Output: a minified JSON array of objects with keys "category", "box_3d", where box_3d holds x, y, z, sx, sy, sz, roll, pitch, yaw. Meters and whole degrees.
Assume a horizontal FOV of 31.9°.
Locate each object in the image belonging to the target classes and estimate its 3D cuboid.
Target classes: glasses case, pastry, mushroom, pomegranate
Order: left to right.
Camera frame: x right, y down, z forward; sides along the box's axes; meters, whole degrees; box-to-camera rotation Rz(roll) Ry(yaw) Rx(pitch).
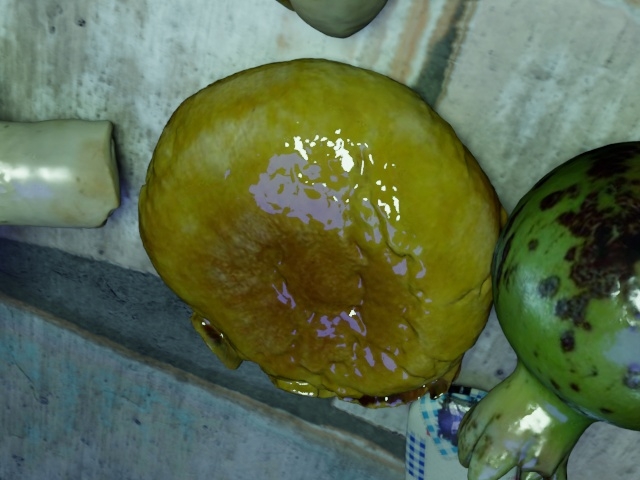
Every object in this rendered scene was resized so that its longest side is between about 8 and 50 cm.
[{"category":"mushroom","box_3d":[-0.349,-0.057,1.096,0.290,0.292,0.292,6,140,-20]},{"category":"pastry","box_3d":[0.000,0.000,1.013,0.356,0.164,0.356,16,132,18]},{"category":"glasses case","box_3d":[0.159,0.282,1.261,0.125,0.076,0.327,12,134,18]},{"category":"pomegranate","box_3d":[0.229,0.065,0.901,0.242,0.242,0.306,30,129,-3]}]

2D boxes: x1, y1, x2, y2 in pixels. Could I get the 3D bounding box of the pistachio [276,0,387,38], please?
[{"category":"pistachio","box_3d":[0.010,-0.231,0.837,0.124,0.124,0.185,18,152,9]}]
